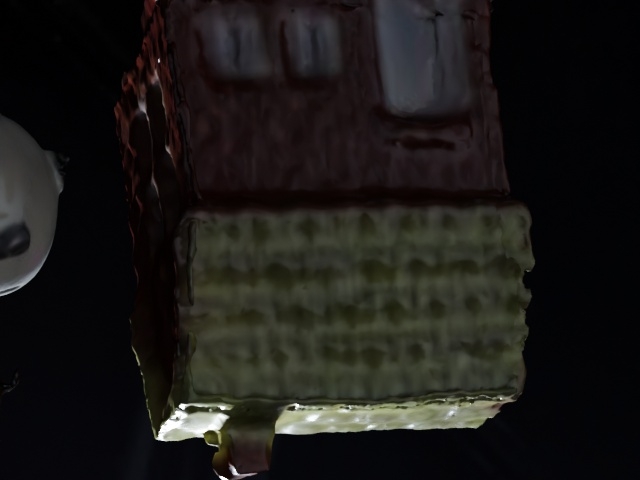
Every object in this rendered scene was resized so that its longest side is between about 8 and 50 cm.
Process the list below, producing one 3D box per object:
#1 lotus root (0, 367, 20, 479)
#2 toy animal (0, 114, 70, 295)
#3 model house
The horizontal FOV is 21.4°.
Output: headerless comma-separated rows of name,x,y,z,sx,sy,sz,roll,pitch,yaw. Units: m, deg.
lotus root,-0.189,0.139,0.785,0.261,0.074,0.170,117,164,-46
toy animal,-0.325,-0.027,1.343,0.187,0.235,0.165,-77,-5,-50
model house,0.000,0.000,0.904,0.196,0.160,0.254,1,-108,-18
